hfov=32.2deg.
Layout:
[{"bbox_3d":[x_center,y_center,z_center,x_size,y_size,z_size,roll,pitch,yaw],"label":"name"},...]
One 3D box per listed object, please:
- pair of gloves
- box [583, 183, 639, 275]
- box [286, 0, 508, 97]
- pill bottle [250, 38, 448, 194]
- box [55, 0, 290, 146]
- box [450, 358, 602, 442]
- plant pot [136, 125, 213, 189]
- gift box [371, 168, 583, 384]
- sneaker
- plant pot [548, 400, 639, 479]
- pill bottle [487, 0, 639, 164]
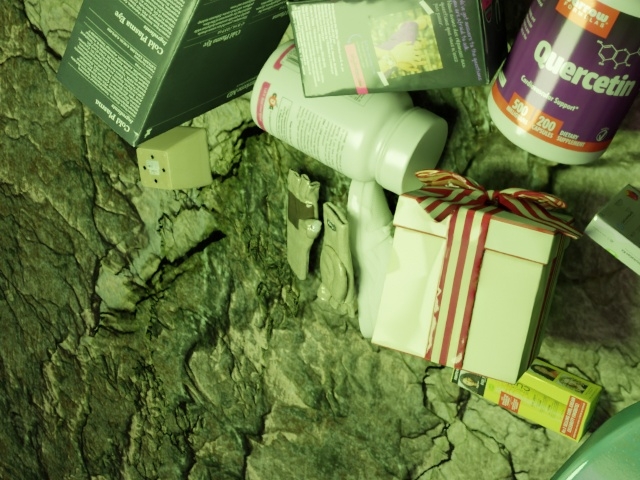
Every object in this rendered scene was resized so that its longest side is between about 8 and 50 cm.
[{"bbox_3d":[0.000,0.000,1.877,0.240,0.042,0.204,-134,37,-52],"label":"pair of gloves"},{"bbox_3d":[0.471,0.010,1.539,0.186,0.145,0.038,40,126,13],"label":"box"},{"bbox_3d":[0.112,-0.297,1.554,0.270,0.165,0.143,-1,114,20],"label":"box"},{"bbox_3d":[0.045,-0.190,1.739,0.283,0.160,0.160,31,125,21],"label":"pill bottle"},{"bbox_3d":[-0.194,-0.358,1.711,0.179,0.343,0.312,40,128,12],"label":"box"},{"bbox_3d":[0.331,0.235,1.799,0.232,0.058,0.087,24,122,24],"label":"box"},{"bbox_3d":[-0.274,-0.144,2.028,0.109,0.096,0.109,9,117,32],"label":"plant pot"},{"bbox_3d":[0.232,0.044,1.602,0.255,0.276,0.258,14,100,13],"label":"gift box"},{"bbox_3d":[0.141,0.027,1.821,0.169,0.108,0.293,2,114,25],"label":"sneaker"},{"bbox_3d":[0.483,0.376,1.648,0.247,0.248,0.252,36,109,16],"label":"plant pot"},{"bbox_3d":[0.359,-0.272,1.464,0.181,0.181,0.323,34,127,18],"label":"pill bottle"}]
